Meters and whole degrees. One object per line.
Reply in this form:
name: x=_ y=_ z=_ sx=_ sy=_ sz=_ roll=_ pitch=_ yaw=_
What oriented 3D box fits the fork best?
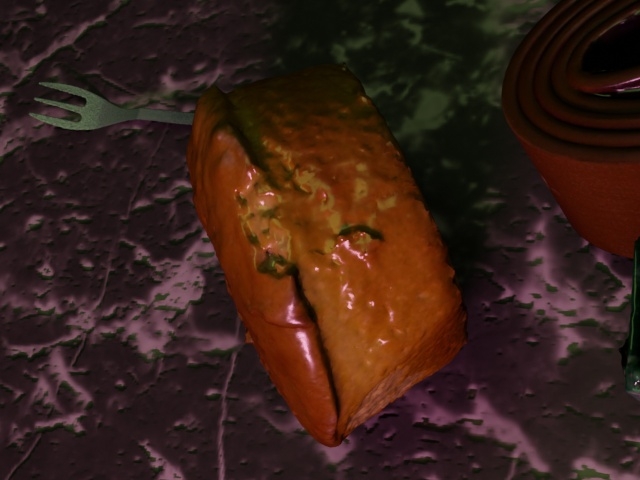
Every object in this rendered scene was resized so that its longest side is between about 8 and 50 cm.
fork: x=-0.129 y=-0.097 z=1.259 sx=0.235 sy=0.021 sz=0.039 roll=10 pitch=79 yaw=24

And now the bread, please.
bread: x=0.000 y=0.000 z=1.036 sx=0.146 sy=0.268 sz=0.268 roll=-24 pitch=62 yaw=-3

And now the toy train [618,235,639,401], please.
toy train: x=0.308 y=0.057 z=0.938 sx=0.270 sy=0.154 sz=0.115 roll=1 pitch=69 yaw=23

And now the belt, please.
belt: x=0.288 y=-0.108 z=0.987 sx=0.339 sy=0.122 sz=0.217 roll=-15 pitch=45 yaw=26
